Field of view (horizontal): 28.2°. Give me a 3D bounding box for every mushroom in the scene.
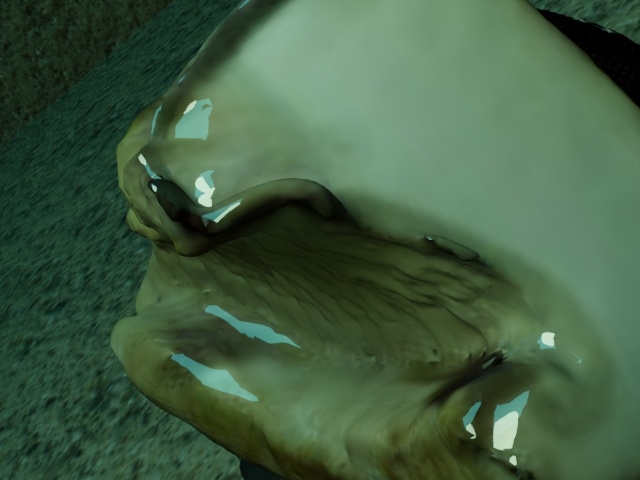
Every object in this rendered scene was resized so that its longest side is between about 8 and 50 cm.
[{"bbox_3d":[0.028,0.031,0.742,0.224,0.313,0.397,-52,0,-24],"label":"mushroom"}]

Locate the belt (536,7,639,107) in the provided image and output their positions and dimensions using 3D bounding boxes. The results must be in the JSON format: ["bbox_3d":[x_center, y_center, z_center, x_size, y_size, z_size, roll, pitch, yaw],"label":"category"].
[{"bbox_3d":[0.154,-0.061,0.886,0.184,0.164,0.289,-70,22,9],"label":"belt"}]

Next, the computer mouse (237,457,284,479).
[{"bbox_3d":[-0.018,0.140,0.954,0.105,0.062,0.192,-38,25,18],"label":"computer mouse"}]
